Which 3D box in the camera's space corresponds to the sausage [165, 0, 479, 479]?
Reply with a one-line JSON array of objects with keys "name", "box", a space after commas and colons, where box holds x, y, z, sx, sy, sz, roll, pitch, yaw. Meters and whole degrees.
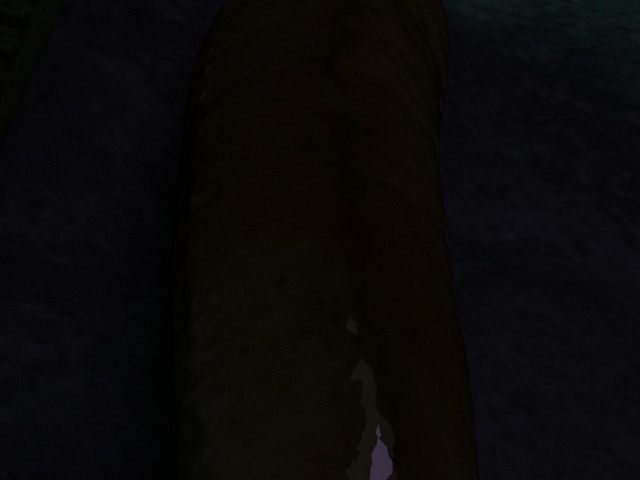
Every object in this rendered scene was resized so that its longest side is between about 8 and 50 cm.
[{"name": "sausage", "box": [-0.002, -0.002, 0.740, 0.136, 0.123, 0.501, 45, 25, -27]}]

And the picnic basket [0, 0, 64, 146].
[{"name": "picnic basket", "box": [-0.206, -0.225, 0.805, 0.175, 0.228, 0.313, 16, 36, -21]}]
